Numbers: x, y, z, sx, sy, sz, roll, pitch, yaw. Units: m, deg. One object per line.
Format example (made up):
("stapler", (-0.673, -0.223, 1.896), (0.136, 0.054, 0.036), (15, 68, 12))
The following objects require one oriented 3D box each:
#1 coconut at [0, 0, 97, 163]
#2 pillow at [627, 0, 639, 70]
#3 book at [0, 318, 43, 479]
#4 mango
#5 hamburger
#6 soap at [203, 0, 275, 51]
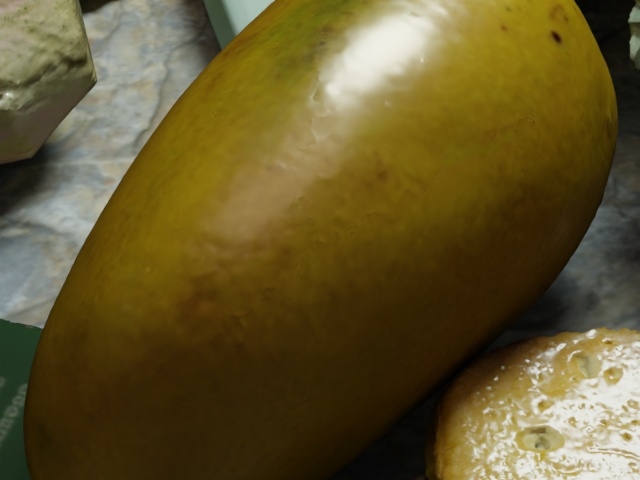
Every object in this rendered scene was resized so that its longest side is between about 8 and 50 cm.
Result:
("coconut", (-0.292, -0.154, 1.193), (0.259, 0.259, 0.259), (-2, 43, 2))
("pillow", (0.303, -0.258, 1.056), (0.310, 0.283, 0.138), (-11, 5, -13))
("book", (-0.287, 0.132, 1.041), (0.371, 0.043, 0.260), (12, 43, 15))
("mango", (0.000, 0.000, 0.982), (0.232, 0.300, 0.446), (40, 61, 8))
("hamburger", (0.139, 0.148, 0.935), (0.181, 0.118, 0.191), (9, 41, 18))
("soap", (-0.002, -0.186, 1.320), (0.159, 0.088, 0.265), (-11, 44, -9))
